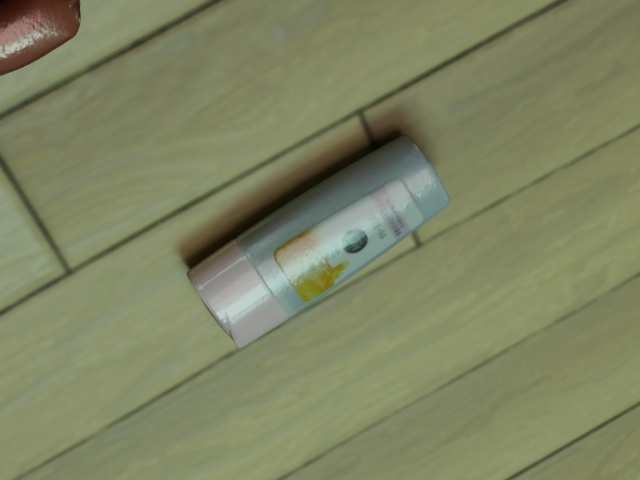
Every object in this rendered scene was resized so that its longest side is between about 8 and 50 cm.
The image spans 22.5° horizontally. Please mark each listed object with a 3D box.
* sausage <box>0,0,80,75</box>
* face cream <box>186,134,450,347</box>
[{"bbox_3d":[-0.197,-0.139,1.032,0.094,0.059,0.054,-30,134,-7],"label":"sausage"},{"bbox_3d":[0.000,0.000,1.210,0.198,0.057,0.084,-35,127,-1],"label":"face cream"}]
